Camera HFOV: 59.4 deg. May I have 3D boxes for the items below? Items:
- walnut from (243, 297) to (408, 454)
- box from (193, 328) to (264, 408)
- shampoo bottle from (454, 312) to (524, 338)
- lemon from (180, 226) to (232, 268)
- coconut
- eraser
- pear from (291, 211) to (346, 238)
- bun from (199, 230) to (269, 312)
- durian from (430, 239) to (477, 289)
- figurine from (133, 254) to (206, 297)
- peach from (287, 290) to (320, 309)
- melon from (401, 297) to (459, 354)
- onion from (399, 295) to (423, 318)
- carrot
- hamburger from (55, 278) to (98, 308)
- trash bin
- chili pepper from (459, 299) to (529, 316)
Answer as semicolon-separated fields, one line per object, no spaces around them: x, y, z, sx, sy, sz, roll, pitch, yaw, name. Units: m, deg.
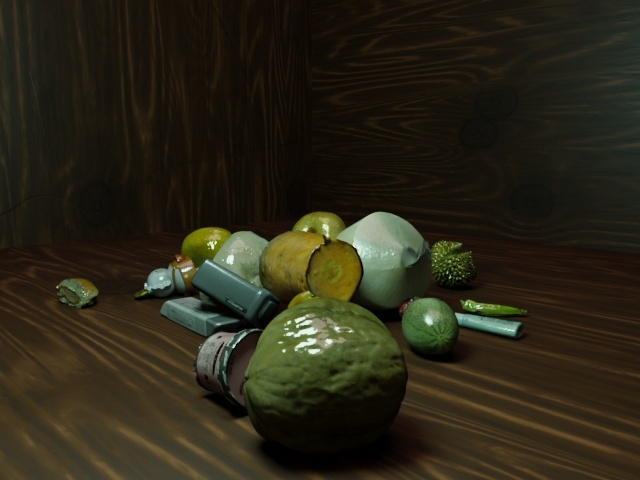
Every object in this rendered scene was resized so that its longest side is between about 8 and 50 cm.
0.009;0.227;0.952;0.283;0.283;0.227;-2;-20;-17;walnut
-0.167;0.248;1.114;0.135;0.151;0.151;-2;5;43;box
0.461;0.234;1.562;0.190;0.041;0.069;7;16;37;shampoo bottle
-0.446;0.045;2.261;0.260;0.204;0.204;-11;6;14;lemon
0.178;0.071;1.705;0.323;0.323;0.323;0;9;0;coconut
-0.348;0.214;1.600;0.089;0.061;0.352;-5;10;-39;eraser
0.000;0.000;2.438;0.271;0.271;0.271;0;9;0;pear
-0.233;0.110;1.776;0.205;0.281;0.281;26;11;3;bun
0.485;0.117;2.091;0.193;0.138;0.237;8;-30;37;durian
-0.506;0.140;1.938;0.271;0.143;0.143;-38;22;-17;figurine
-0.027;0.202;1.365;0.151;0.151;0.118;6;48;32;peach
0.270;0.211;1.390;0.139;0.139;0.192;0;9;-4;melon
0.273;0.207;1.591;0.107;0.097;0.107;20;-23;9;onion
-0.036;0.081;1.574;0.224;0.224;0.340;-5;3;-30;carrot
-0.780;0.163;1.840;0.176;0.087;0.102;4;10;38;hamburger
-0.229;0.151;1.543;0.236;0.101;0.177;31;-11;1;trash bin
0.531;0.214;1.723;0.208;0.043;0.049;8;-15;17;chili pepper
